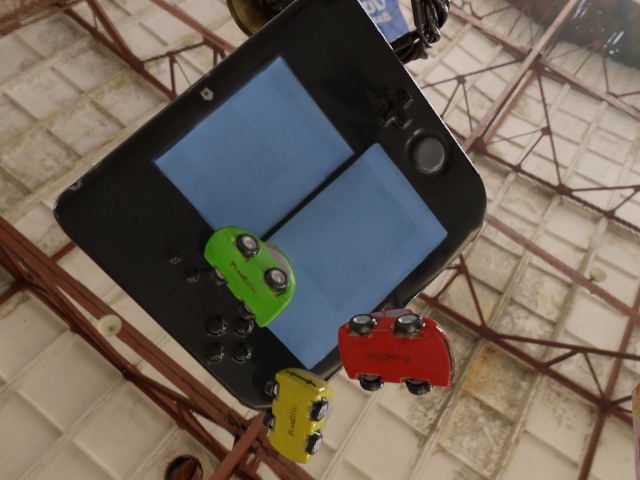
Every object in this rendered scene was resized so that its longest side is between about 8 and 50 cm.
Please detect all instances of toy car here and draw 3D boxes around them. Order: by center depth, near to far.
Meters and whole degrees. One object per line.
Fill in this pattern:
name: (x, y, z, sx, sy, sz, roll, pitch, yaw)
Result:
toy car: (-0.019, 0.074, 0.445, 0.225, 0.239, 0.053, 50, -145, 8)

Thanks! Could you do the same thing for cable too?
cable: (0.076, -0.268, 0.569, 0.150, 0.184, 0.047, 18, -108, -5)

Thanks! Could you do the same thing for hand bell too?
hand bell: (-0.025, -0.381, 0.695, 0.126, 0.126, 0.242, 27, -136, 5)

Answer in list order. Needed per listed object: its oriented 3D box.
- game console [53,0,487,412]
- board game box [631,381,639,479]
game console: (-0.021, -0.034, 0.531, 0.386, 0.060, 0.342, -43, -70, -8)
board game box: (0.552, 0.304, 0.769, 0.045, 0.147, 0.194, 11, -130, 19)
